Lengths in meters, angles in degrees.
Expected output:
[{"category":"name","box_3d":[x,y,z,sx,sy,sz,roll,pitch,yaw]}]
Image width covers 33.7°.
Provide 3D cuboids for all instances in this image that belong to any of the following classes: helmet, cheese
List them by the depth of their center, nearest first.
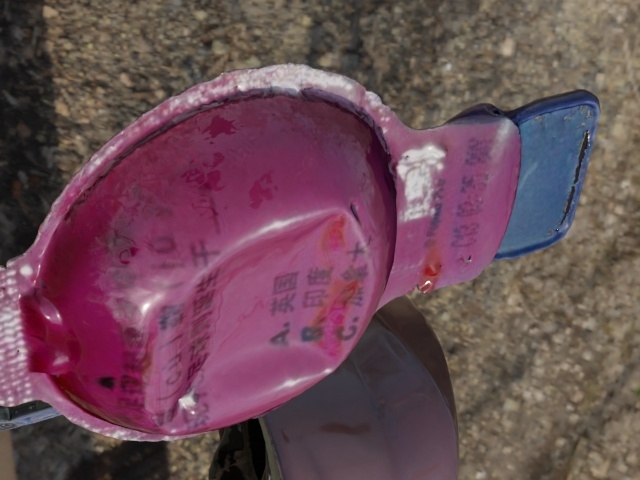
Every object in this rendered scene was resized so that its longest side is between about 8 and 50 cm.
[{"category":"cheese","box_3d":[0.000,0.000,0.375,0.244,0.062,0.155,-18,133,-25]},{"category":"helmet","box_3d":[0.006,0.137,0.914,0.197,0.338,0.270,-1,115,-12]}]

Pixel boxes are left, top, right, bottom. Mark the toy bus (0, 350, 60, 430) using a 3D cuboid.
[{"category":"toy bus","box_3d":[-0.144,0.064,0.621,0.076,0.167,0.073,11,65,-52]}]
